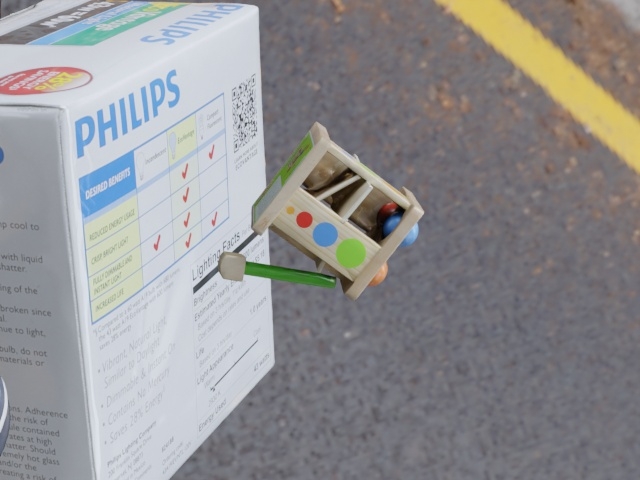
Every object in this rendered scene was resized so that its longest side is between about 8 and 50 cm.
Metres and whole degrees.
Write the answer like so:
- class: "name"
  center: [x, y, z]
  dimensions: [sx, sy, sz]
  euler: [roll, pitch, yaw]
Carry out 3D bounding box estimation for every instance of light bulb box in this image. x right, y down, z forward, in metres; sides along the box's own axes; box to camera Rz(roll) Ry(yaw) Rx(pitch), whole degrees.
- class: "light bulb box"
  center: [-0.209, 0.005, 1.230]
  dimensions: [0.358, 0.225, 0.361]
  euler: [-44, 136, -61]

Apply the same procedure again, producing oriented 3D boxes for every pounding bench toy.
- class: "pounding bench toy"
  center: [0.000, 0.000, 0.670]
  dimensions: [0.065, 0.083, 0.052]
  euler: [37, 8, -10]

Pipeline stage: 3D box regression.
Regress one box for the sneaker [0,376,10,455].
- class: "sneaker"
  center: [-0.268, 0.183, 0.790]
  dimensions: [0.127, 0.321, 0.126]
  euler: [43, 16, -37]
